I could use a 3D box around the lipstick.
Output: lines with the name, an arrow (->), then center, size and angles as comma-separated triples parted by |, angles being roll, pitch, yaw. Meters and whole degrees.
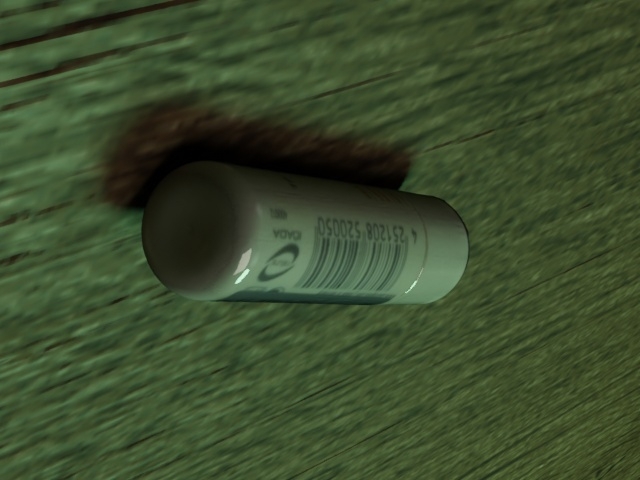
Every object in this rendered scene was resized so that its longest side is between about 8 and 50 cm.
lipstick -> 0.000, 0.000, 0.451 | 0.040, 0.040, 0.141 | -50, 156, 19
